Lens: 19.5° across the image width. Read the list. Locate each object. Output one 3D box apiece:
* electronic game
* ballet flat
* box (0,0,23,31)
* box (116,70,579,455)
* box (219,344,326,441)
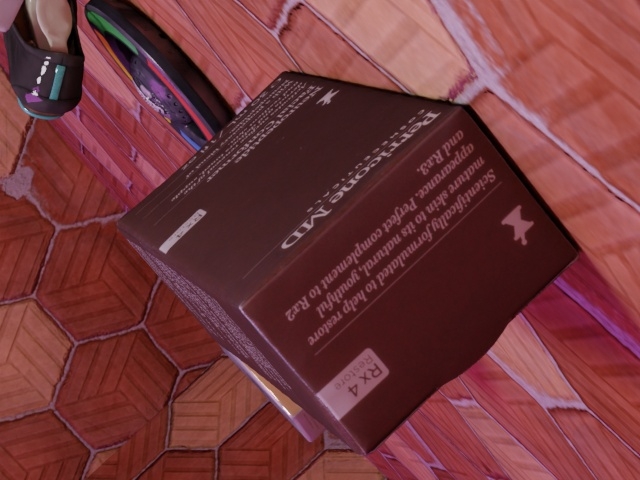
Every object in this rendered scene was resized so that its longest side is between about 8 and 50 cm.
[{"bbox_3d":[-0.159,-0.156,1.891,0.229,0.048,0.229,47,172,9],"label":"electronic game"},{"bbox_3d":[-0.285,-0.248,1.904,0.096,0.095,0.280,-64,36,42],"label":"ballet flat"},{"bbox_3d":[-0.373,-0.332,1.490,0.215,0.168,0.345,17,-164,-44],"label":"box"},{"bbox_3d":[0.000,0.000,1.300,0.143,0.191,0.381,50,171,-19],"label":"box"},{"bbox_3d":[0.004,0.073,1.696,0.130,0.170,0.091,44,173,23],"label":"box"}]
